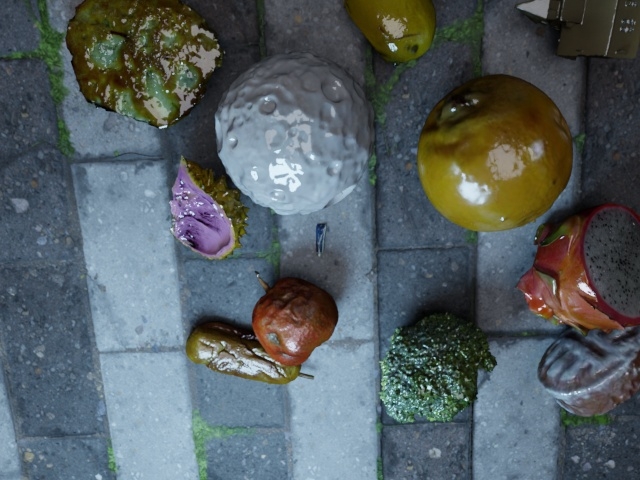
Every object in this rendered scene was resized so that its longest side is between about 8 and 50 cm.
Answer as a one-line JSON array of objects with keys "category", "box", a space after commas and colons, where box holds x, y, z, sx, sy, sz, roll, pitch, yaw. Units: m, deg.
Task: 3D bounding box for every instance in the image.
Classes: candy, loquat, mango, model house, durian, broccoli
[{"category": "candy", "box": [0.673, 0.295, 1.280, 0.289, 0.214, 0.157, -40, 105, 0]}, {"category": "loquat", "box": [0.364, -0.180, 1.127, 0.328, 0.328, 0.329, 0, 103, 1]}, {"category": "mango", "box": [0.142, -0.508, 1.149, 0.167, 0.130, 0.262, -43, 94, 4]}, {"category": "model house", "box": [0.522, -0.481, 1.121, 0.247, 0.176, 0.181, 5, 103, -6]}, {"category": "durian", "box": [-0.240, -0.054, 1.197, 0.191, 0.341, 0.112, 31, 57, 1]}, {"category": "broccoli", "box": [0.271, 0.300, 1.279, 0.287, 0.260, 0.236, -13, 88, 1]}]

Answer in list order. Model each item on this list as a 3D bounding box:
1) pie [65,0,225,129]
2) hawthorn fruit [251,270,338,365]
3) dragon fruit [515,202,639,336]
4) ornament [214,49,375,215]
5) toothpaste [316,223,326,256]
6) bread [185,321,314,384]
[{"category": "pie", "box": [-0.393, -0.413, 1.189, 0.354, 0.103, 0.289, 17, 103, 1]}, {"category": "hawthorn fruit", "box": [-0.084, 0.170, 1.277, 0.207, 0.207, 0.243, -44, 89, 10]}, {"category": "dragon fruit", "box": [0.604, 0.074, 1.227, 0.305, 0.225, 0.306, 7, 74, -24]}, {"category": "ornament", "box": [-0.044, -0.213, 1.106, 0.336, 0.337, 0.338, 0, 103, 1]}, {"category": "toothpaste", "box": [0.000, 0.000, 1.322, 0.027, 0.019, 0.084, 6, 100, 17]}, {"category": "bread", "box": [-0.178, 0.304, 1.361, 0.343, 0.084, 0.124, 18, 103, -4]}]
